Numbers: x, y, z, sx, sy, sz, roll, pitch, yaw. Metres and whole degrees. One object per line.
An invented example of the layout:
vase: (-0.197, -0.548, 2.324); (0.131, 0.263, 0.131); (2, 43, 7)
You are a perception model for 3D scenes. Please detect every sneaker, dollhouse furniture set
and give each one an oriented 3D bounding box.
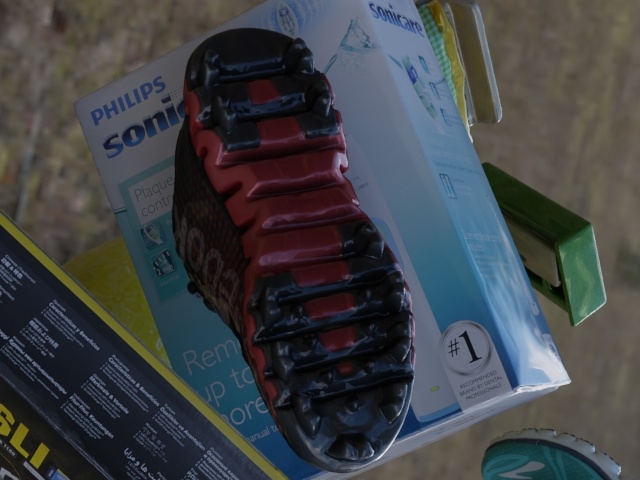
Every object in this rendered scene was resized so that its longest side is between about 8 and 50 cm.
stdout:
sneaker: (-0.020, 0.018, 1.111); (0.135, 0.097, 0.276); (114, -37, -55)
dollhouse furniture set: (0.101, -0.037, 1.641); (0.197, 0.151, 0.302); (-33, 132, -17)
sneaker: (0.261, 0.272, 1.879); (0.110, 0.275, 0.107); (-42, 141, -27)

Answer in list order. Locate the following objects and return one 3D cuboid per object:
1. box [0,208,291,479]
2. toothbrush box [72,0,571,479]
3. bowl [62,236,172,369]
box: (-0.181, 0.100, 1.085); (0.079, 0.322, 0.257); (-45, 175, -34)
toothbrush box: (0.000, 0.000, 1.269); (0.126, 0.216, 0.296); (8, 60, -67)
bowl: (-0.073, 0.096, 1.510); (0.156, 0.289, 0.289); (-38, -171, 29)
